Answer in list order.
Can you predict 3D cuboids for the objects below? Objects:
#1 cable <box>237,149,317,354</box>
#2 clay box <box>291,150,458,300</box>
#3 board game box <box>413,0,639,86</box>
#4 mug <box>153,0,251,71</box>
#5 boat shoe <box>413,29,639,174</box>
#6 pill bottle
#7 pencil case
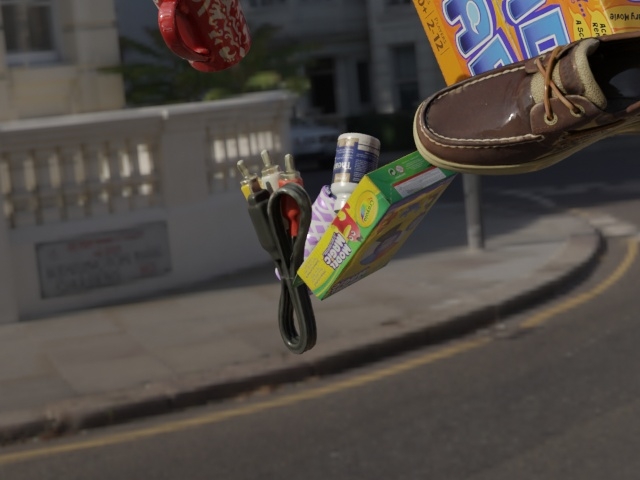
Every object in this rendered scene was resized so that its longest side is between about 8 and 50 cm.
[{"bbox_3d":[-0.032,0.017,1.780,0.139,0.287,0.072,-2,23,47],"label":"cable"},{"bbox_3d":[0.060,-0.011,1.537,0.127,0.053,0.222,-26,-21,-41],"label":"clay box"},{"bbox_3d":[0.384,-0.373,1.846,0.356,0.357,0.356,-17,-9,-30],"label":"board game box"},{"bbox_3d":[-0.169,-0.296,1.676,0.113,0.169,0.150,25,65,33],"label":"mug"},{"bbox_3d":[0.256,-0.155,1.290,0.342,0.123,0.123,-8,-25,9],"label":"boat shoe"},{"bbox_3d":[0.052,-0.099,1.994,0.067,0.120,0.067,8,-11,2],"label":"pill bottle"},{"bbox_3d":[0.000,0.000,2.298,0.086,0.206,0.088,5,34,-46],"label":"pencil case"}]
